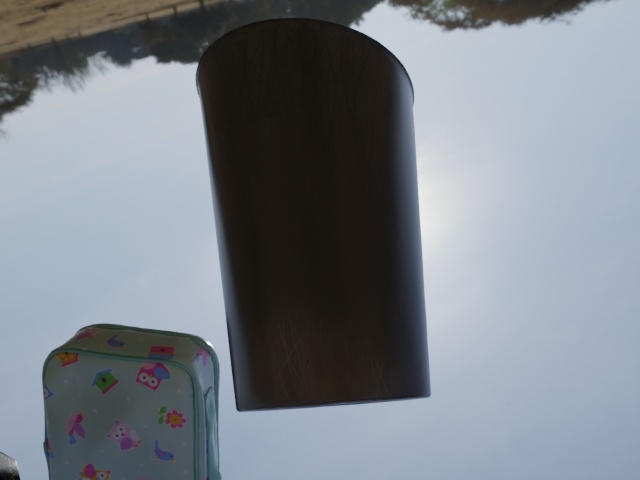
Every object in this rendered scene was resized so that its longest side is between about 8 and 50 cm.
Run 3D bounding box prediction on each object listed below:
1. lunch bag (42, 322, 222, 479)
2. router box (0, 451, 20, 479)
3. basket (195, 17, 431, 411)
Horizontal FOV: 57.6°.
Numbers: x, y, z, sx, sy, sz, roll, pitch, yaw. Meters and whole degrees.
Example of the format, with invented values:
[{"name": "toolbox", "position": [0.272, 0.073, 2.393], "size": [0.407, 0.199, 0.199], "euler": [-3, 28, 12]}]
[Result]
[{"name": "lunch bag", "position": [-0.242, 0.257, 0.782], "size": [0.224, 0.279, 0.108], "euler": [4, -164, 2]}, {"name": "router box", "position": [-0.375, 0.305, 0.639], "size": [0.092, 0.038, 0.122], "euler": [-45, -143, -11]}, {"name": "basket", "position": [0.000, 0.000, 0.411], "size": [0.154, 0.226, 0.204], "euler": [-11, 162, 20]}]
